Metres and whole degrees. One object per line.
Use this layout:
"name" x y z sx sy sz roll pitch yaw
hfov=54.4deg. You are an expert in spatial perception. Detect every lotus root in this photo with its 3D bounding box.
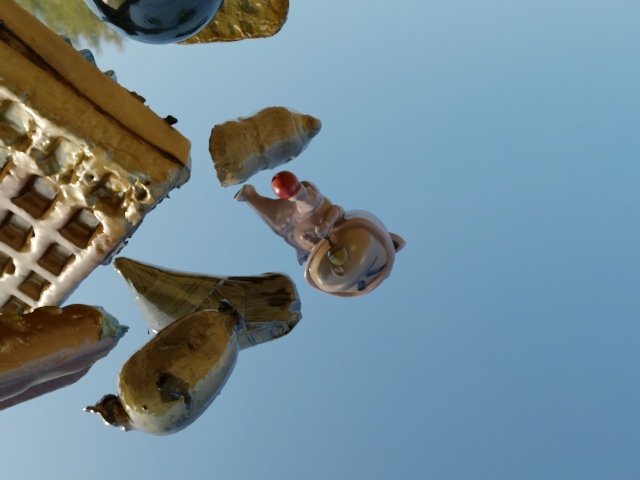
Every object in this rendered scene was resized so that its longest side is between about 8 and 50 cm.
"lotus root" -0.213 0.200 0.930 0.257 0.140 0.154 -42 -168 -13

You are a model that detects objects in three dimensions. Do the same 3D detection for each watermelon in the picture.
"watermelon" -0.219 -0.371 0.823 0.212 0.212 0.212 -10 -141 9

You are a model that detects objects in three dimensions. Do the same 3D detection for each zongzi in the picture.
"zongzi" -0.189 0.090 1.092 0.286 0.288 0.134 -19 -135 -4

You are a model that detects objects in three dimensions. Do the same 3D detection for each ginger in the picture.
"ginger" -0.113 -0.193 1.219 0.190 0.126 0.354 -2 -158 30

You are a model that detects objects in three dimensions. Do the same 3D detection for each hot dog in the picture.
"hot dog" -0.274 0.104 0.477 0.269 0.115 0.072 -13 -114 -55

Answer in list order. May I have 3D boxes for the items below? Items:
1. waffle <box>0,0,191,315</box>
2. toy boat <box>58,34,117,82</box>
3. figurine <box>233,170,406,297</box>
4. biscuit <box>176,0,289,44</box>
"waffle" -0.291 -0.048 0.592 0.328 0.224 0.098 -34 -152 39
"toy boat" -0.377 -0.175 0.782 0.145 0.133 0.332 -7 -154 12
"figurine" 0.000 0.000 1.013 0.176 0.287 0.186 -39 -153 22
"biscuit" -0.171 -0.397 1.054 0.247 0.118 0.029 0 -158 13
